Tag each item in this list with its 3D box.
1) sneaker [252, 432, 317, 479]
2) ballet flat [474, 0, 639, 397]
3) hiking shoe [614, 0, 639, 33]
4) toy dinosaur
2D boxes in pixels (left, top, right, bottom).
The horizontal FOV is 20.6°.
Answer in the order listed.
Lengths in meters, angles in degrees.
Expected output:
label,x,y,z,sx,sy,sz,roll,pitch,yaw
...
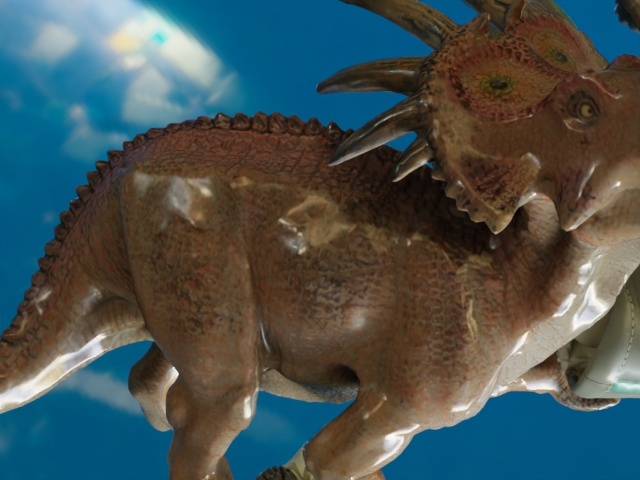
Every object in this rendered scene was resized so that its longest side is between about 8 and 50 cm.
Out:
label,x,y,z,sx,sy,sz,roll,pitch,yaw
sneaker,-0.016,0.147,0.977,0.052,0.058,0.135,54,-154,17
ballet flat,0.083,-0.027,0.667,0.068,0.072,0.213,-6,-133,-20
hiking shoe,0.267,-0.231,1.177,0.113,0.132,0.304,23,-148,-10
toy dinosaur,0.000,0.000,0.592,0.127,0.296,0.200,-72,-24,-58
